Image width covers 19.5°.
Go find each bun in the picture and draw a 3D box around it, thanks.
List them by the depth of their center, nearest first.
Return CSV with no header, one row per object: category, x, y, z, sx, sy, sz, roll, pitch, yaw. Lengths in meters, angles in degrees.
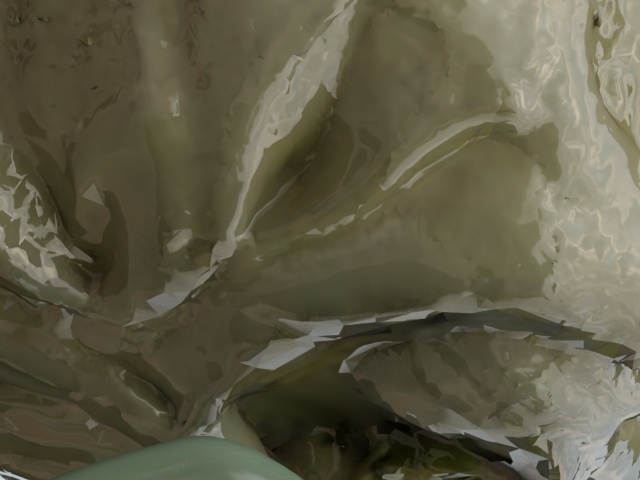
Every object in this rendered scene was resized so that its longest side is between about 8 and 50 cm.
bun,0.000,0.000,0.634,0.360,0.359,0.211,-48,-146,44

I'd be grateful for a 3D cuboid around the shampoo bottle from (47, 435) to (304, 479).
shampoo bottle,-0.084,0.218,0.392,0.222,0.349,0.151,45,-8,-2
